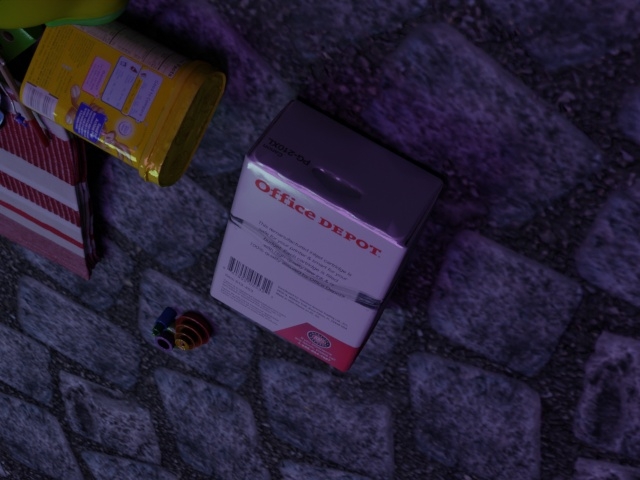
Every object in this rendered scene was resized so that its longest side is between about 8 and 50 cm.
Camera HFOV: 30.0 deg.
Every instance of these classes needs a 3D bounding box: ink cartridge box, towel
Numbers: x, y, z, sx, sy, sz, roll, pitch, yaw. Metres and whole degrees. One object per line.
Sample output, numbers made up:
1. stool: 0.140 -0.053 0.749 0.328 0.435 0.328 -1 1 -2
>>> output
1. ink cartridge box: 0.000 0.000 1.184 0.172 0.100 0.237 29 143 7
2. towel: -0.366 -0.097 1.371 0.237 0.037 0.329 27 149 10

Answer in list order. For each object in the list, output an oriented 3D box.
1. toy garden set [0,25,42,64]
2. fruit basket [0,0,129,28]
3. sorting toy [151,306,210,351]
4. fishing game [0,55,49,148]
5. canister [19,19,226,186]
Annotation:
1. toy garden set: -0.362 -0.291 1.165 0.244 0.049 0.204 43 143 -23
2. fruit basket: -0.327 -0.293 0.979 0.283 0.392 0.392 17 139 22
3. sorting toy: -0.184 0.119 1.495 0.102 0.042 0.061 -20 117 47
4. fishing game: -0.410 -0.169 1.238 0.264 0.041 0.189 18 149 24
5. canister: -0.194 -0.146 1.162 0.170 0.073 0.126 29 101 11
